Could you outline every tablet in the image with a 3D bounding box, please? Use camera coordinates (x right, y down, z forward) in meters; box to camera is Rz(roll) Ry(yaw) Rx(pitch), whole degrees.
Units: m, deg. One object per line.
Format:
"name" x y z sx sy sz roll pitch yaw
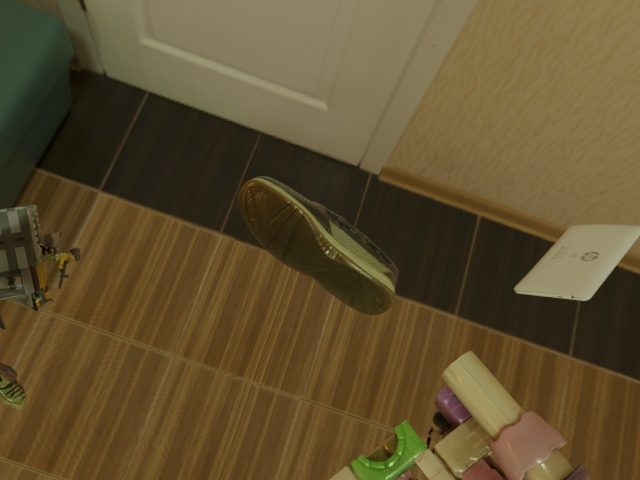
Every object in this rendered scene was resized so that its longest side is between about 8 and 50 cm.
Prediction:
"tablet" 0.174 0.012 0.408 0.083 0.054 0.006 -39 114 -29

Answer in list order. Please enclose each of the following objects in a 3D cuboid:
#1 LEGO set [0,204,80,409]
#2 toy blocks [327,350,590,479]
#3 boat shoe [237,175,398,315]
"LEGO set" -0.272 0.083 0.459 0.192 0.331 0.255 -11 91 -22
"toy blocks" 0.143 0.326 0.647 0.288 0.309 0.260 -36 64 -9
"boat shoe" 0.000 0.000 0.497 0.152 0.056 0.049 42 37 -6
